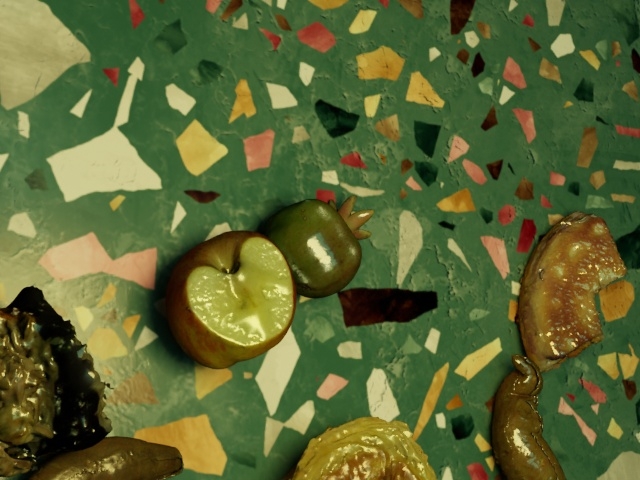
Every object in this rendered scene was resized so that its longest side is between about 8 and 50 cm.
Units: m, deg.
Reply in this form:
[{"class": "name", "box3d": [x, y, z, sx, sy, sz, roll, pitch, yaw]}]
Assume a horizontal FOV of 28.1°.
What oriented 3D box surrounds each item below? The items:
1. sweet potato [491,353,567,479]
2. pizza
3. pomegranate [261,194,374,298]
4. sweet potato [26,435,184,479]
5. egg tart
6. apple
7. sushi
[{"class": "sweet potato", "box3d": [0.338, 0.338, 2.078, 0.124, 0.098, 0.310, -24, 97, -37]}, {"class": "pizza", "box3d": [0.416, 0.089, 2.164, 0.161, 0.085, 0.305, 22, 68, -1]}, {"class": "pomegranate", "box3d": [0.000, 0.000, 1.932, 0.152, 0.131, 0.191, 53, 40, -6]}, {"class": "sweet potato", "box3d": [-0.313, 0.325, 1.731, 0.285, 0.085, 0.112, -18, 125, -41]}, {"class": "egg tart", "box3d": [0.041, 0.456, 1.853, 0.339, 0.153, 0.351, -35, 96, -29]}, {"class": "apple", "box3d": [-0.131, 0.083, 1.815, 0.195, 0.160, 0.173, -34, 103, -30]}, {"class": "sushi", "box3d": [-0.399, 0.195, 1.620, 0.218, 0.238, 0.225, -28, 108, -35]}]
